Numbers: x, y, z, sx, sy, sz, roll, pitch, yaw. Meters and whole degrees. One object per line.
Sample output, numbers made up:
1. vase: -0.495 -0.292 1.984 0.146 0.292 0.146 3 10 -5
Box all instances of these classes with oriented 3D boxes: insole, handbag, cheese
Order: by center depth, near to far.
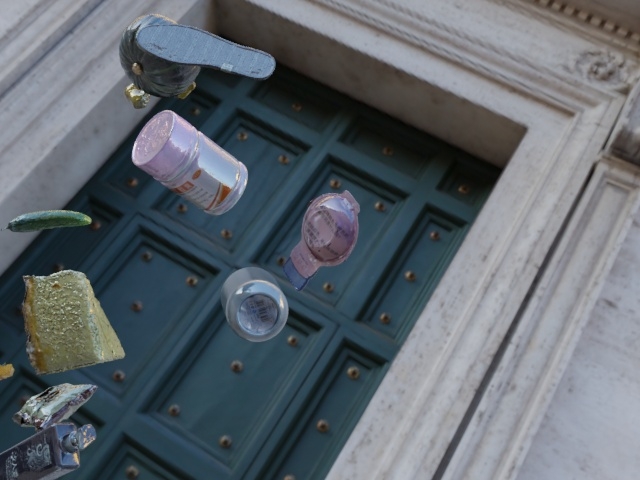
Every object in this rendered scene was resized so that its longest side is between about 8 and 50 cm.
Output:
1. insole: -0.248 -0.409 1.582 0.309 0.110 0.012 18 -26 4
2. cheese: 0.000 0.000 1.814 0.074 0.286 0.189 7 37 -48
3. handbag: -0.916 0.572 2.526 0.213 0.235 0.127 -3 -64 40

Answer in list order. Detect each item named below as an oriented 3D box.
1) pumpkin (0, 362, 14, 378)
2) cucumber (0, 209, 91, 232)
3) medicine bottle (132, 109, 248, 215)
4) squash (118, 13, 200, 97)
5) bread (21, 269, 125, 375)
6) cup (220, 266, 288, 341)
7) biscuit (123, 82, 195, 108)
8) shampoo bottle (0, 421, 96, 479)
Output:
1. pumpkin: -0.947 0.383 2.121 0.083 0.054 0.074 -22 -14 15
2. cucumber: -0.534 -0.040 1.423 0.039 0.168 0.039 174 -90 -69
3. medicine bottle: -0.399 -0.234 2.255 0.202 0.202 0.316 4 -25 47
4. squash: -0.399 -0.459 1.821 0.218 0.172 0.218 27 -50 37
5. bread: -0.808 0.276 2.392 0.248 0.315 0.279 -11 -16 5
6. cup: -0.216 0.206 2.367 0.205 0.205 0.312 40 -2 -11
7. biscuit: -0.452 -0.422 2.031 0.174 0.183 0.039 53 3 31
8. shampoo bottle: -0.575 0.452 1.533 0.309 0.098 0.071 -30 -31 28
